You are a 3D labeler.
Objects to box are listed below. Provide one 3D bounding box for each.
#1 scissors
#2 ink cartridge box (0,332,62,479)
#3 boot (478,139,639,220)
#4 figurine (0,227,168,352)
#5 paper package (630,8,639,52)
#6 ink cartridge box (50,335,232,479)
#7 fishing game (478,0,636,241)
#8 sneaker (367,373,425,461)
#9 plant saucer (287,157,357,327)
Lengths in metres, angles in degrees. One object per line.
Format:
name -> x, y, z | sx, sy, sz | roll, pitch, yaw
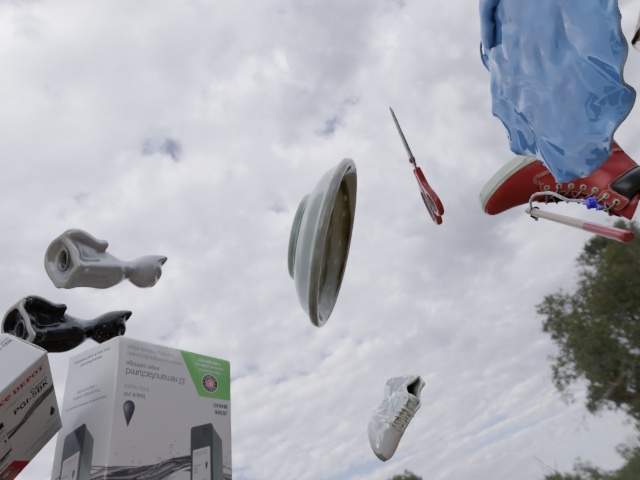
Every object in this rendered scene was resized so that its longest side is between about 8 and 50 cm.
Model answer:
scissors -> 0.225, -0.175, 1.095 | 0.021, 0.297, 0.109 | -26, -11, 3
ink cartridge box -> -0.327, 0.179, 0.460 | 0.056, 0.099, 0.135 | 19, -56, 8
boot -> 0.408, -0.077, 0.758 | 0.244, 0.176, 0.088 | -30, -33, 7
figurine -> -0.378, 0.095, 0.772 | 0.215, 0.092, 0.209 | -54, -27, 7
paper package -> 0.589, -0.375, 0.522 | 0.324, 0.168, 0.310 | 3, -55, 18
ink cartridge box -> -0.217, 0.284, 0.576 | 0.114, 0.273, 0.198 | -25, -34, 25
fishing game -> 0.174, -0.135, 0.344 | 0.041, 0.189, 0.264 | -17, -80, 0
sneaker -> 0.118, 0.263, 0.696 | 0.054, 0.152, 0.061 | 45, -49, -10
plant saucer -> 0.000, 0.000, 1.077 | 0.100, 0.401, 0.401 | 10, -39, 12
